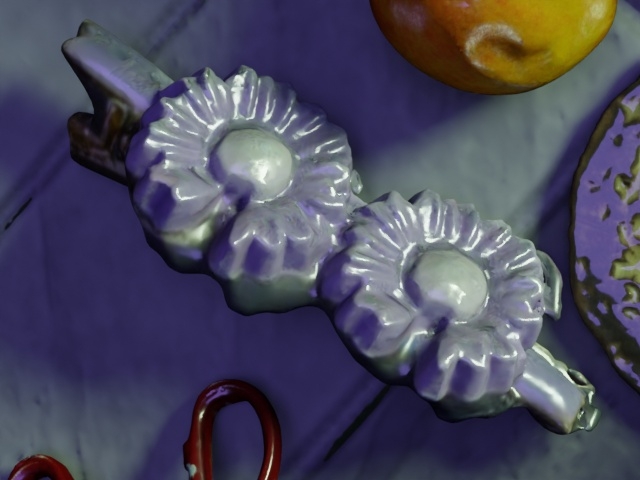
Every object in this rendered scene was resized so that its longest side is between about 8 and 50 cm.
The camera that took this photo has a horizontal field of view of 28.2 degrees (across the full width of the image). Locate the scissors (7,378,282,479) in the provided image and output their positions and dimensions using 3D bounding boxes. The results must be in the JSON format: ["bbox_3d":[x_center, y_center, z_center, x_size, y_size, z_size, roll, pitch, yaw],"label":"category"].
[{"bbox_3d":[-0.063,0.184,0.539,0.144,0.017,0.247,-23,54,8],"label":"scissors"}]

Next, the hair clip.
[{"bbox_3d":[0.000,0.000,0.565,0.292,0.084,0.106,31,51,6],"label":"hair clip"}]

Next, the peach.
[{"bbox_3d":[0.075,-0.108,0.544,0.101,0.101,0.100,0,90,9],"label":"peach"}]

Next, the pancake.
[{"bbox_3d":[0.201,-0.009,0.559,0.191,0.020,0.184,-27,85,9],"label":"pancake"}]
